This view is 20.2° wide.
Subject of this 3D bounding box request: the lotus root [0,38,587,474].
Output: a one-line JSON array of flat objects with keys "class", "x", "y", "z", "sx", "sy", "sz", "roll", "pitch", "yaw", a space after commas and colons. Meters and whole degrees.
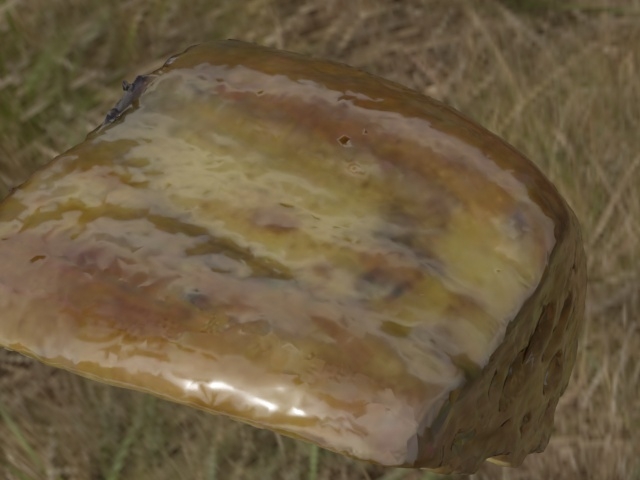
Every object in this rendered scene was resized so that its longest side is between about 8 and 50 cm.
[{"class": "lotus root", "x": 0.002, "y": 0.003, "z": 0.456, "sx": 0.135, "sy": 0.159, "sz": 0.095, "roll": 16, "pitch": 99, "yaw": 34}]
